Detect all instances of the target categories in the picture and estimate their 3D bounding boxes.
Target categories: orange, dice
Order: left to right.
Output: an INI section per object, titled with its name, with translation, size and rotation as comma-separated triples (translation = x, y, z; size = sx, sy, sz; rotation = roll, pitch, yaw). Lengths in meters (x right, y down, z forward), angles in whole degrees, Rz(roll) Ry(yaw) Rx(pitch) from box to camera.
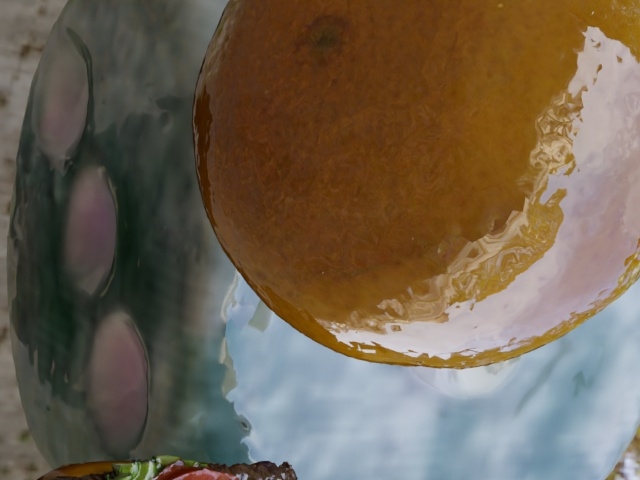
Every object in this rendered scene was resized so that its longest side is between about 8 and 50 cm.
[dice]
translation = 0.000, 0.000, 0.852
size = 0.348, 0.330, 0.328
rotation = 24, -74, 58
[orange]
translation = 0.038, -0.036, 0.400
size = 0.156, 0.124, 0.156
rotation = -15, -117, 32

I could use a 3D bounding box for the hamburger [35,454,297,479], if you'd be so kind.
[hamburger]
translation = -0.062, 0.163, 0.574
size = 0.087, 0.165, 0.137
rotation = 17, -81, 44
